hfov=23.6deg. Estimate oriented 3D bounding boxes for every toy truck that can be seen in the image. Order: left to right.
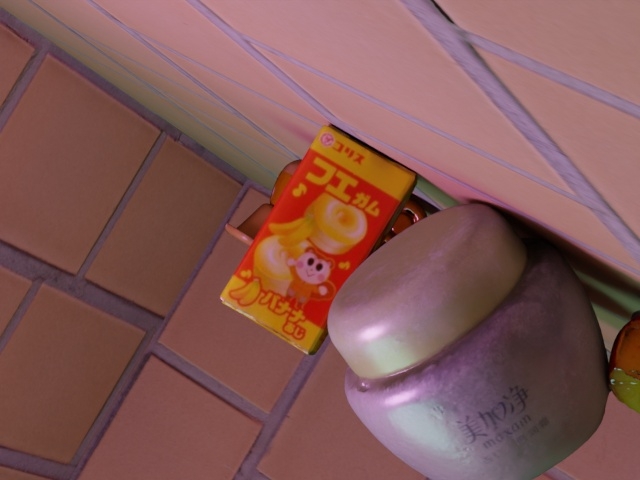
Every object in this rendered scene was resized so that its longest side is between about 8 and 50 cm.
[{"bbox_3d":[0.022,-0.014,2.345,0.288,0.212,0.204,34,179,-2],"label":"toy truck"}]

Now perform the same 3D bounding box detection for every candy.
[{"bbox_3d":[0.000,0.000,2.022,0.146,0.276,0.088,29,178,8],"label":"candy"}]

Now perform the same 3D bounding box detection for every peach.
[{"bbox_3d":[0.418,0.155,1.859,0.151,0.151,0.118,33,-162,-46],"label":"peach"}]

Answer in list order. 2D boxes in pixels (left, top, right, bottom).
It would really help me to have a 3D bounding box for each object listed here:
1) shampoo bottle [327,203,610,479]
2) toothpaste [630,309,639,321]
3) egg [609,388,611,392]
[{"bbox_3d":[0.189,0.139,1.905,0.317,0.322,0.322,53,171,-17],"label":"shampoo bottle"},{"bbox_3d":[0.488,0.150,1.967,0.248,0.047,0.078,30,162,-29],"label":"toothpaste"},{"bbox_3d":[0.257,0.116,2.222,0.337,0.201,0.337,5,173,1],"label":"egg"}]
